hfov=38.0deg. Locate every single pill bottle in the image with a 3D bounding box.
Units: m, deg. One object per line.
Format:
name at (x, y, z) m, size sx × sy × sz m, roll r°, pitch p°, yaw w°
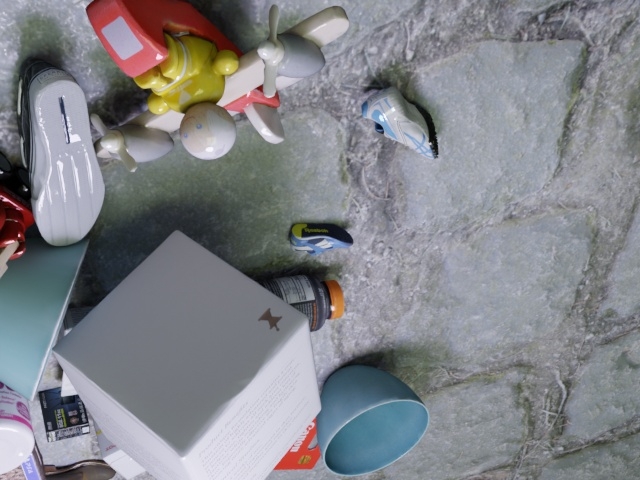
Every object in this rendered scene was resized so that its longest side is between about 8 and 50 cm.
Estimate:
pill bottle at (-0.074, 0.144, 2.031) m, size 0.245 × 0.130 × 0.130 m, roll -7°, pitch 135°, yaw -21°
pill bottle at (-0.644, 0.289, 1.766) m, size 0.160 × 0.283 × 0.160 m, roll -15°, pitch 138°, yaw -14°

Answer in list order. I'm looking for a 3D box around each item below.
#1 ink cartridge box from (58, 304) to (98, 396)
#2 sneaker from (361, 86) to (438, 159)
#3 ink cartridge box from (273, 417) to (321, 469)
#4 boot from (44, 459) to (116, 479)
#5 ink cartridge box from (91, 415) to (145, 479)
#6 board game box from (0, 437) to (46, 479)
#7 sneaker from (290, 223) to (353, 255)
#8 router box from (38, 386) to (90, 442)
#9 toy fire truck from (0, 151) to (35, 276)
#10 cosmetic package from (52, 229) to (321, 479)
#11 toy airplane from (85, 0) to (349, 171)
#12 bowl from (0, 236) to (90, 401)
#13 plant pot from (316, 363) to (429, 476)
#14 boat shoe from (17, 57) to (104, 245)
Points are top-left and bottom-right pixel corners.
ink cartridge box at (-0.419, 0.226, 1.992) m, size 0.275 × 0.060 × 0.239 m, roll -5°, pitch 141°, yaw -24°
sneaker at (0.163, -0.225, 1.822) m, size 0.086 × 0.085 × 0.237 m, roll -16°, pitch 150°, yaw 30°
ink cartridge box at (-0.119, 0.562, 2.474) m, size 0.384 × 0.091 × 0.308 m, roll 5°, pitch 130°, yaw -30°
boot at (-0.595, 0.600, 2.250) m, size 0.219 × 0.106 × 0.082 m, roll 1°, pitch 132°, yaw -28°
ink cartridge box at (-0.427, 0.421, 2.099) m, size 0.128 × 0.176 × 0.127 m, roll -26°, pitch 139°, yaw 0°
board game box at (-0.768, 0.512, 2.042) m, size 0.291 × 0.141 × 0.232 m, roll -14°, pitch 138°, yaw -14°
sneaker at (0.000, 0.000, 1.982) m, size 0.144 × 0.053 × 0.059 m, roll 6°, pitch 130°, yaw -21°
router box at (-0.559, 0.375, 2.024) m, size 0.092 × 0.122 × 0.038 m, roll -11°, pitch 132°, yaw -19°
toy fire truck at (-0.569, -0.029, 1.503) m, size 0.158 × 0.246 × 0.217 m, roll -36°, pitch 139°, yaw 10°
cosmetic package at (-0.228, 0.267, 1.744) m, size 0.329 × 0.327 × 0.394 m, roll -46°, pitch 155°, yaw -24°
toy airplane at (-0.173, -0.235, 1.473) m, size 0.384 × 0.273 × 0.386 m, roll -1°, pitch 150°, yaw -14°
bowl at (-0.542, 0.117, 1.669) m, size 0.163 × 0.312 × 0.312 m, roll 19°, pitch 125°, yaw -11°
plant pot at (0.105, 0.433, 2.370) m, size 0.290 × 0.195 × 0.290 m, roll -16°, pitch 135°, yaw -16°
boat shoe at (-0.436, -0.148, 1.549) m, size 0.121 × 0.119 × 0.335 m, roll -14°, pitch 132°, yaw -29°
